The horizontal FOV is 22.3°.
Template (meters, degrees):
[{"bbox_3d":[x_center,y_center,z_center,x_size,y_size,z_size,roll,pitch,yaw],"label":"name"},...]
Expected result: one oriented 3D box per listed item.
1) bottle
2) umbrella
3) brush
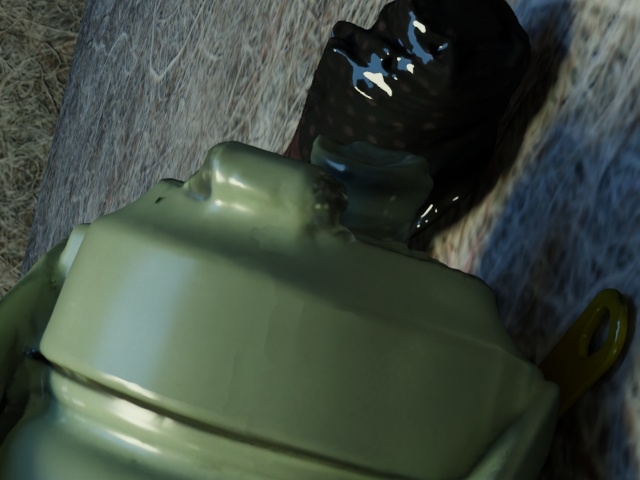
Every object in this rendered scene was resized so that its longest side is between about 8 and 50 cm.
[{"bbox_3d":[-0.039,0.129,0.557,0.229,0.229,0.352,-166,94,-74],"label":"bottle"},{"bbox_3d":[0.000,0.000,0.766,0.326,0.090,0.094,122,154,-48],"label":"umbrella"},{"bbox_3d":[0.064,0.080,0.614,0.205,0.011,0.083,123,157,-46],"label":"brush"}]
